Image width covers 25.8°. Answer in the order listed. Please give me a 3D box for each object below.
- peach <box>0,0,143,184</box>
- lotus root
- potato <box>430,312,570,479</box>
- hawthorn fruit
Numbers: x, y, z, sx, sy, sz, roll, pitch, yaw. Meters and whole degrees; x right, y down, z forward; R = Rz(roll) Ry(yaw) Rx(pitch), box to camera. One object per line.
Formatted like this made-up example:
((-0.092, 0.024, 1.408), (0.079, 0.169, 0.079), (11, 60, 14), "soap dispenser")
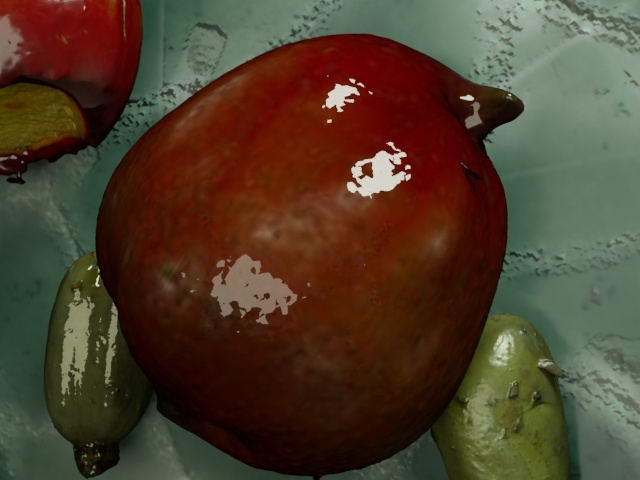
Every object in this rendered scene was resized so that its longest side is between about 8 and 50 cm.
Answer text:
((-0.245, -0.136, 1.081), (0.196, 0.190, 0.226), (39, 97, -3), "peach")
((-0.177, 0.100, 1.133), (0.090, 0.077, 0.183), (6, 93, 12), "lotus root")
((0.139, 0.151, 1.045), (0.105, 0.085, 0.188), (-18, 92, -5), "potato")
((-0.016, 0.004, 0.985), (0.295, 0.295, 0.311), (18, 85, 14), "hawthorn fruit")
